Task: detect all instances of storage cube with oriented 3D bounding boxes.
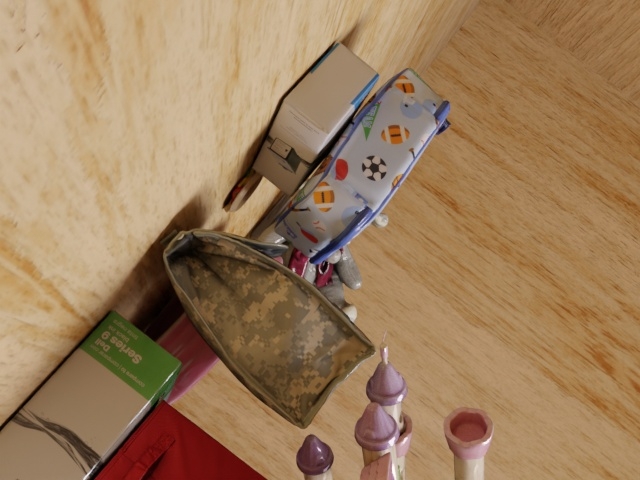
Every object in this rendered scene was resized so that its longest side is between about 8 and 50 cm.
[{"bbox_3d":[-0.198,0.357,1.052,0.184,0.193,0.215,-50,175,-42],"label":"storage cube"}]

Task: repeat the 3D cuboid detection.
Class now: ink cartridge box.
[{"bbox_3d":[-0.321,0.259,1.057,0.289,0.121,0.211,-51,177,-32],"label":"ink cartridge box"},{"bbox_3d":[-0.010,-0.169,1.190,0.140,0.082,0.191,-52,178,-29],"label":"ink cartridge box"}]

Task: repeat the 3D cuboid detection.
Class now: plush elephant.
[{"bbox_3d":[0.000,0.000,1.830,0.255,0.271,0.330,131,-31,-53],"label":"plush elephant"}]

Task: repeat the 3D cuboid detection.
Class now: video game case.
[{"bbox_3d":[-0.114,-0.050,2.024,0.193,0.023,0.212,-51,179,-20],"label":"video game case"}]

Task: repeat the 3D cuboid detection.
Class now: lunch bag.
[{"bbox_3d":[-0.088,0.090,1.113,0.169,0.287,0.235,-47,-178,-9],"label":"lunch bag"},{"bbox_3d":[0.064,-0.108,1.252,0.303,0.115,0.243,-51,-178,-20],"label":"lunch bag"}]

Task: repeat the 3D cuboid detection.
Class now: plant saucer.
[{"bbox_3d":[-0.201,0.128,1.372,0.332,0.084,0.332,-44,-167,13],"label":"plant saucer"}]

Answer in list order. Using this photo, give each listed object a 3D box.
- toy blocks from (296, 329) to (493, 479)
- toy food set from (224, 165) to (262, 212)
[{"bbox_3d":[0.057,0.302,1.023,0.289,0.308,0.260,-76,162,-51],"label":"toy blocks"},{"bbox_3d":[-0.116,-0.078,1.273,0.083,0.020,0.083,-52,178,-16],"label":"toy food set"}]
